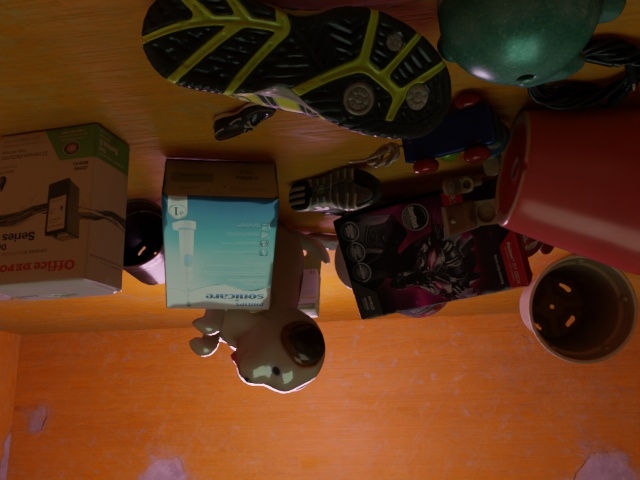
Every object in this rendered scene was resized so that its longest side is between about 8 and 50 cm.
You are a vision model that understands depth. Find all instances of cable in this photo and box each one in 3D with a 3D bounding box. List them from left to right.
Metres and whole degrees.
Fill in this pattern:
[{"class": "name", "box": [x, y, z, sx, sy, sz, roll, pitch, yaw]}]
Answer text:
[{"class": "cable", "box": [0.387, -0.234, 0.967, 0.184, 0.047, 0.150, 7, 162, -25]}]

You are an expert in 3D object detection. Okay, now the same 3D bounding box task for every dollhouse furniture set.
[{"class": "dollhouse furniture set", "box": [0.313, -0.093, 1.242, 0.151, 0.144, 0.123, -8, -176, 41]}]

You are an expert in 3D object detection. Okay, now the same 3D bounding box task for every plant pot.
[{"class": "plant pot", "box": [-0.400, 0.018, 1.543, 0.166, 0.167, 0.165, -3, 155, 6]}, {"class": "plant pot", "box": [0.797, 0.220, 2.201, 0.333, 0.334, 0.305, -1, 175, 0]}, {"class": "plant pot", "box": [0.430, -0.097, 1.106, 0.243, 0.275, 0.275, 10, 164, 2]}]

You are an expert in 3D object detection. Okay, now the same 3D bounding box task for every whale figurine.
[{"class": "whale figurine", "box": [0.243, -0.231, 0.791, 0.216, 0.141, 0.272, -9, 163, 25]}]

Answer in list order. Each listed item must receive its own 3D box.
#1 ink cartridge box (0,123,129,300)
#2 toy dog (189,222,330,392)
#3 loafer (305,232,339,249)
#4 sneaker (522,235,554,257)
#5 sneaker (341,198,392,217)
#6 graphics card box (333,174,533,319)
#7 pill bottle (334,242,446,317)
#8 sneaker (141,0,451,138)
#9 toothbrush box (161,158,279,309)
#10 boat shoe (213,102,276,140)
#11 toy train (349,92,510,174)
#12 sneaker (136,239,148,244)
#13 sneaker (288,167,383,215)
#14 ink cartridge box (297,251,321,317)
[{"class": "ink cartridge box", "box": [-0.449, -0.044, 1.167, 0.198, 0.273, 0.115, -5, 164, 13]}, {"class": "toy dog", "box": [-0.135, 0.170, 1.617, 0.395, 0.408, 0.285, -3, 144, -31]}, {"class": "loafer", "box": [0.000, 0.000, 1.798, 0.125, 0.039, 0.045, 6, 129, -16]}, {"class": "sneaker", "box": [0.522, -0.019, 1.746, 0.128, 0.087, 0.221, 25, -163, 36]}, {"class": "sneaker", "box": [0.203, -0.034, 1.560, 0.302, 0.108, 0.121, 4, 177, 11]}, {"class": "graphics card box", "box": [0.233, 0.016, 1.430, 0.370, 0.233, 0.094, -13, -173, 22]}, {"class": "pill bottle", "box": [0.197, 0.079, 1.775, 0.210, 0.210, 0.363, -10, 162, 30]}, {"class": "sneaker", "box": [-0.019, -0.225, 0.834, 0.384, 0.145, 0.147, 13, -167, -16]}, {"class": "toothbrush box", "box": [-0.200, -0.005, 1.349, 0.216, 0.126, 0.296, 1, 129, -8]}, {"class": "boat shoe", "box": [-0.123, -0.192, 1.096, 0.125, 0.038, 0.046, -10, 162, 29]}, {"class": "toy train", "box": [0.188, -0.161, 1.145, 0.248, 0.105, 0.143, -11, 175, 31]}, {"class": "sneaker", "box": [-0.473, -0.032, 1.594, 0.209, 0.069, 0.082, 13, 156, -40]}, {"class": "sneaker", "box": [0.056, -0.095, 1.405, 0.228, 0.086, 0.132, -1, 173, 39]}, {"class": "ink cartridge box", "box": [-0.084, 0.095, 1.811, 0.171, 0.235, 0.056, -4, 147, 12]}]
